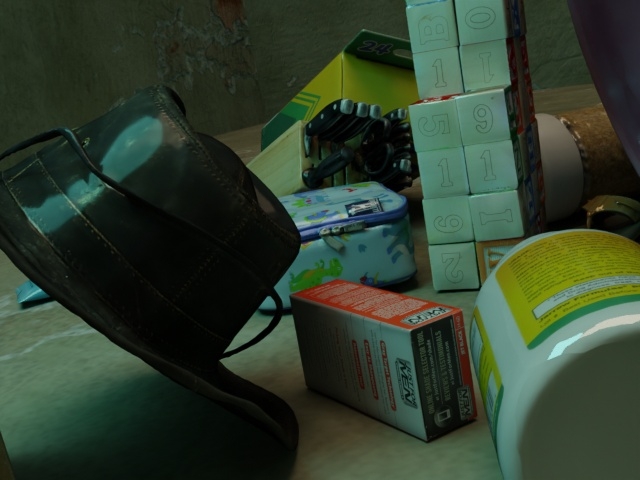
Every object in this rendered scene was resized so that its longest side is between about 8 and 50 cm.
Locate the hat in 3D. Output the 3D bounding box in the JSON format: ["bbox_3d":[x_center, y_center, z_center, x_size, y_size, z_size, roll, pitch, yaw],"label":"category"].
[{"bbox_3d":[-0.105,-0.019,0.565,0.134,0.331,0.331,-52,20,-5],"label":"hat"}]

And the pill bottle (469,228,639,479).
[{"bbox_3d":[0.136,0.060,0.442,0.117,0.118,0.208,-9,12,6],"label":"pill bottle"}]

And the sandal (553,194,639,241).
[{"bbox_3d":[0.290,-0.025,0.868,0.180,0.049,0.072,-17,14,-29],"label":"sandal"}]

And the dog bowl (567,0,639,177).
[{"bbox_3d":[0.322,-0.163,0.716,0.150,0.408,0.408,-23,10,8],"label":"dog bowl"}]

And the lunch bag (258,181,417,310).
[{"bbox_3d":[0.000,0.000,0.910,0.176,0.090,0.219,-13,11,0],"label":"lunch bag"}]

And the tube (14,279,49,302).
[{"bbox_3d":[-0.270,0.031,1.091,0.207,0.052,0.080,-20,9,-18],"label":"tube"}]

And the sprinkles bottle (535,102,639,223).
[{"bbox_3d":[0.373,-0.111,1.029,0.355,0.121,0.121,-14,12,-18],"label":"sprinkles bottle"}]

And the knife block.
[{"bbox_3d":[-0.017,-0.087,1.075,0.275,0.088,0.242,-6,-18,17],"label":"knife block"}]

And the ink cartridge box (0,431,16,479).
[{"bbox_3d":[-0.239,0.055,0.483,0.088,0.235,0.193,-19,14,-25],"label":"ink cartridge box"}]

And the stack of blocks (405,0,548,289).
[{"bbox_3d":[0.147,-0.120,0.834,0.087,0.297,0.171,-5,12,22],"label":"stack of blocks"}]

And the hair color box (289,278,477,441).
[{"bbox_3d":[0.036,0.072,0.577,0.043,0.072,0.141,-17,14,-28],"label":"hair color box"}]

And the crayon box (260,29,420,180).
[{"bbox_3d":[0.070,-0.150,1.169,0.203,0.083,0.323,8,-18,-23],"label":"crayon box"}]
